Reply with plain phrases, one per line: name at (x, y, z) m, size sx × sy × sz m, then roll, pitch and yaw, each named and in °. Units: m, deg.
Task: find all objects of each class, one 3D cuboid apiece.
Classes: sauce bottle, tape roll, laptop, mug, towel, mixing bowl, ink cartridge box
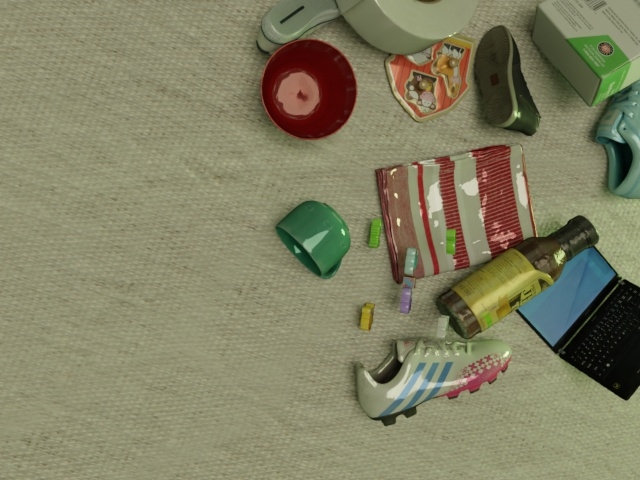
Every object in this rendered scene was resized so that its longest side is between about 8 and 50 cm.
sauce bottle at (0.403, 0.067, 1.435) m, size 0.345 × 0.111 × 0.111 m, roll -33°, pitch 100°, yaw -4°
tape roll at (0.160, -0.498, 1.331) m, size 0.286 × 0.100 × 0.285 m, roll 3°, pitch 84°, yaw -29°
laptop at (0.590, 0.151, 1.489) m, size 0.234 × 0.264 × 0.136 m, roll -46°, pitch 139°, yaw -8°
mug at (-0.006, -0.007, 1.341) m, size 0.097 × 0.157 × 0.129 m, roll -43°, pitch 78°, yaw -12°
towel at (0.285, -0.060, 1.453) m, size 0.329 × 0.037 × 0.236 m, roll -12°, pitch 96°, yaw -14°
mixing bowl at (-0.032, -0.275, 1.324) m, size 0.182 × 0.098 × 0.181 m, roll -2°, pitch 96°, yaw -17°
ink cartridge box at (0.605, -0.434, 1.409) m, size 0.289 × 0.121 × 0.211 m, roll -30°, pitch 68°, yaw -1°

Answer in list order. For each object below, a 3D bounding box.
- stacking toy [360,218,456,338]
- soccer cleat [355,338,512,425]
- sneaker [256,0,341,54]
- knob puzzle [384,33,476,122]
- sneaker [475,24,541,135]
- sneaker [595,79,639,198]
stacking toy at (0.169, 0.076, 1.372) m, size 0.167 × 0.052 × 0.221 m, roll 7°, pitch 96°, yaw 16°
soccer cleat at (0.224, 0.243, 1.407) m, size 0.332 × 0.116 × 0.143 m, roll -21°, pitch 99°, yaw -13°
sneaker at (-0.027, -0.431, 1.331) m, size 0.258 × 0.091 × 0.094 m, roll -37°, pitch 96°, yaw -32°
knob puzzle at (0.220, -0.333, 1.427) m, size 0.213 × 0.030 × 0.213 m, roll -1°, pitch 93°, yaw -15°
sneaker at (0.385, -0.322, 1.457) m, size 0.118 × 0.083 × 0.221 m, roll 12°, pitch 72°, yaw -45°
sneaker at (0.656, -0.264, 1.492) m, size 0.150 × 0.135 × 0.365 m, roll -7°, pitch 92°, yaw -15°
